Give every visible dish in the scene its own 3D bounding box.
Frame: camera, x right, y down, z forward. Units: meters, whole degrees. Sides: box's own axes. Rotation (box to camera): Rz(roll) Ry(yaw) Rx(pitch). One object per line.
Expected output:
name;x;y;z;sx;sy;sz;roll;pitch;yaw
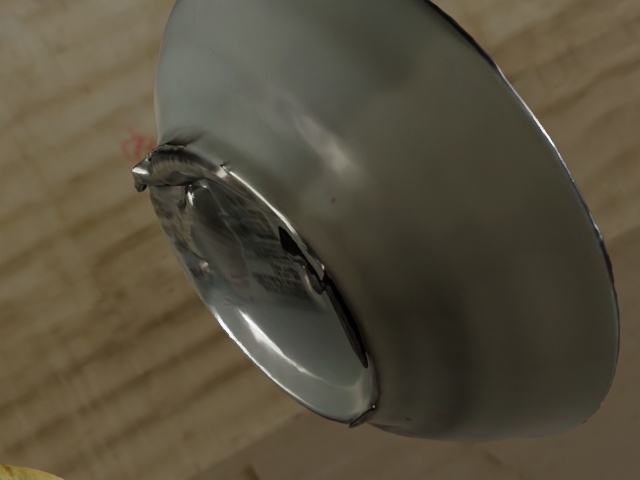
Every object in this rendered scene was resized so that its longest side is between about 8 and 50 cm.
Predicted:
dish;0.000;0.000;0.775;0.106;0.316;0.316;-39;-170;-22

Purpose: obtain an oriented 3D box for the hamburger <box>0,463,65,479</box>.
hamburger;-0.243;0.229;1.043;0.283;0.157;0.144;-6;-168;-33
